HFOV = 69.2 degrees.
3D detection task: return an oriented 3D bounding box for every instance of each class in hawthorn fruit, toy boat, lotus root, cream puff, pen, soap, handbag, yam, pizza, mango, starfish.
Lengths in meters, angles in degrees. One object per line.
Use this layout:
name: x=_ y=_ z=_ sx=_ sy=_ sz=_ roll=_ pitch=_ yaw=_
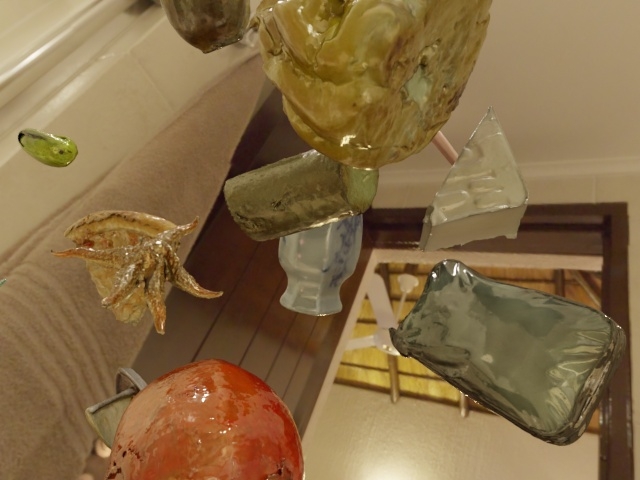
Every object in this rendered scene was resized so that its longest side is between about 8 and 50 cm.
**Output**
hawthorn fruit: x=-0.133 y=0.228 z=0.525 sx=0.211 sy=0.211 sz=0.299 roll=48 pitch=-1 yaw=-30
toy boat: x=-0.604 y=0.559 z=1.435 sx=0.111 sy=0.293 sz=0.275 roll=-21 pitch=-77 yaw=7
lotus root: x=-0.341 y=-0.684 z=1.352 sx=0.267 sy=0.149 sz=0.260 roll=-7 pitch=-64 yaw=1
cream puff: x=0.063 y=-0.280 z=0.667 sx=0.257 sy=0.324 sz=0.291 roll=38 pitch=-14 yaw=23
pen: x=0.410 y=-0.311 z=1.536 sx=0.197 sy=0.032 sz=0.053 roll=59 pitch=-6 yaw=20
soap: x=0.338 y=-0.145 z=1.135 sx=0.258 sy=0.302 sz=0.159 roll=-14 pitch=-25 yaw=5
handbag: x=0.255 y=0.145 z=0.706 sx=0.075 sy=0.191 sz=0.332 roll=35 pitch=-8 yaw=-38
yam: x=-0.033 y=-0.103 z=0.959 sx=0.305 sy=0.167 sz=0.168 roll=-14 pitch=-48 yaw=19
pizza: x=-0.706 y=0.039 z=1.592 sx=0.392 sy=0.080 sz=0.434 roll=35 pitch=-74 yaw=8
mango: x=-0.637 y=-0.215 z=1.081 sx=0.165 sy=0.091 sz=0.074 roll=20 pitch=-76 yaw=25
starfish: x=-0.346 y=0.058 z=0.894 sx=0.293 sy=0.302 sz=0.084 roll=51 pitch=-39 yaw=45

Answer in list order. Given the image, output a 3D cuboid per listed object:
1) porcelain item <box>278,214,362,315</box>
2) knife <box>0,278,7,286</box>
porcelain item: x=0.000 y=0.000 z=1.334 sx=0.179 sy=0.404 sz=0.243 roll=10 pitch=4 yaw=33
knife: x=-0.509 y=0.082 z=0.702 sx=0.091 sy=0.014 sz=0.005 roll=-32 pitch=-43 yaw=7
